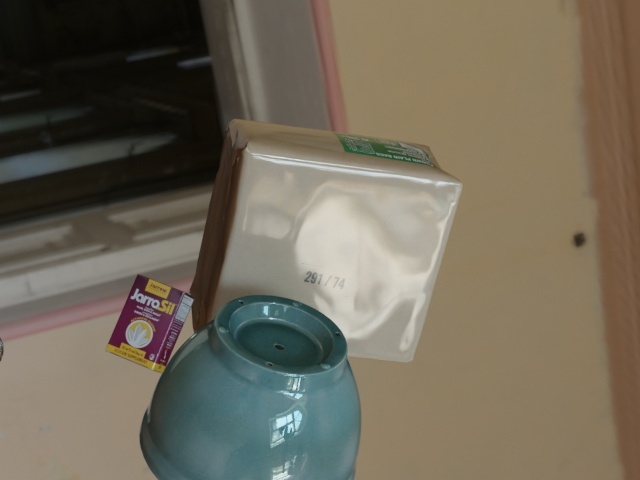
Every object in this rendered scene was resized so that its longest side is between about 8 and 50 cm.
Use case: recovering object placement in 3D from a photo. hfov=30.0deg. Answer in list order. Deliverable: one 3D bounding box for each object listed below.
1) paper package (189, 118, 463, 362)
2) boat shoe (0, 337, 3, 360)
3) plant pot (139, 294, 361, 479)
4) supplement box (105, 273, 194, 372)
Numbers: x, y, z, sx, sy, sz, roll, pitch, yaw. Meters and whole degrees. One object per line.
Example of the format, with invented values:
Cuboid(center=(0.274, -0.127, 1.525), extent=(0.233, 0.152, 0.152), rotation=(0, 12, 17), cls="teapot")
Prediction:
Cuboid(center=(0.000, 0.000, 1.721), extent=(0.168, 0.324, 0.310), rotation=(-116, -143, -63), cls="paper package")
Cuboid(center=(-0.531, 0.166, 1.620), extent=(0.095, 0.257, 0.095), rotation=(-4, -87, 42), cls="boat shoe")
Cuboid(center=(-0.071, 0.195, 1.543), extent=(0.293, 0.293, 0.196), rotation=(53, -46, 49), cls="plant pot")
Cuboid(center=(-0.169, 0.083, 1.189), extent=(0.043, 0.055, 0.083), rotation=(55, 56, -77), cls="supplement box")
